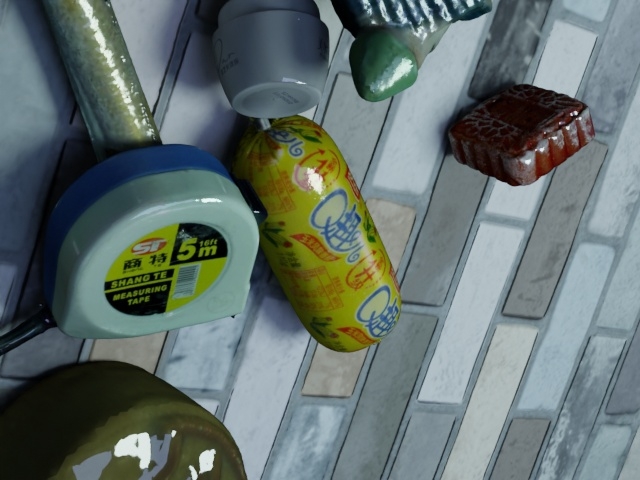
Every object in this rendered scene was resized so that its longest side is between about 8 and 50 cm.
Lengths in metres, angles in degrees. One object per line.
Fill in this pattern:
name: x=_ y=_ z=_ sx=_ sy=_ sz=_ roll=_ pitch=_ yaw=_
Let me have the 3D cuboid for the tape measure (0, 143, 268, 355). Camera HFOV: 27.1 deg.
tape measure: x=-0.225 y=0.021 z=1.279 sx=0.351 sy=0.098 sz=0.215 roll=-13 pitch=140 yaw=-28

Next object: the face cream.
face cream: x=-0.048 y=-0.185 z=1.313 sx=0.117 sy=0.117 sz=0.104 roll=11 pitch=66 yaw=-41

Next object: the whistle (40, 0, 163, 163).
whistle: x=-0.219 y=-0.197 z=1.224 sx=0.068 sy=0.057 sz=0.326 roll=-29 pitch=126 yaw=-19

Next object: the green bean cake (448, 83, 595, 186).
green bean cake: x=0.235 y=-0.129 z=1.562 sx=0.135 sy=0.135 sz=0.056 roll=-35 pitch=124 yaw=-22

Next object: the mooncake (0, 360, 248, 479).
mooncake: x=-0.211 y=0.277 z=1.375 sx=0.284 sy=0.155 sz=0.284 roll=-16 pitch=115 yaw=-40

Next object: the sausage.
sausage: x=0.000 y=0.000 z=1.445 sx=0.123 sy=0.123 sz=0.347 roll=-40 pitch=129 yaw=-17

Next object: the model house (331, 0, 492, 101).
model house: x=0.065 y=-0.303 z=1.226 sx=0.284 sy=0.243 sz=0.298 roll=-54 pitch=128 yaw=-35
